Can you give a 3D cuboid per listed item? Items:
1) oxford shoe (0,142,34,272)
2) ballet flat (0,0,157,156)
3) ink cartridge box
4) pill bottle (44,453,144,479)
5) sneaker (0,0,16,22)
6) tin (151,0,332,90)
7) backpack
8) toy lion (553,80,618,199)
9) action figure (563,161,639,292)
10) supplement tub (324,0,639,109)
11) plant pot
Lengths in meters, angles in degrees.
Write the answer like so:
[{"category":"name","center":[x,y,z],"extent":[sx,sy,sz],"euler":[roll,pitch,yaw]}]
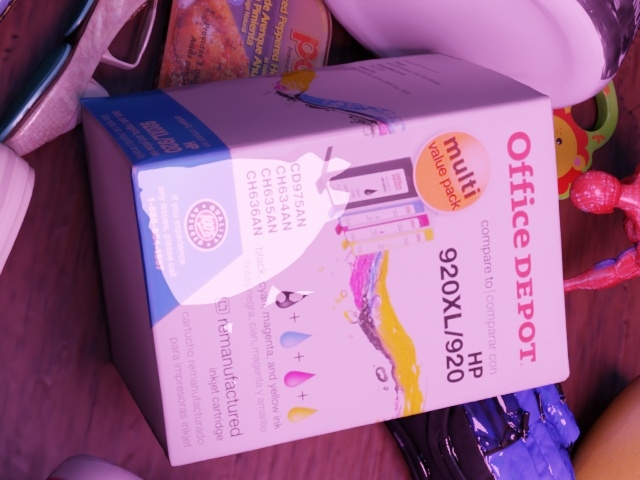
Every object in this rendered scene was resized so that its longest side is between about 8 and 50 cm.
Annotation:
[{"category":"oxford shoe","center":[-0.289,0.125,0.847],"extent":[0.130,0.169,0.449],"euler":[27,66,-16]},{"category":"ballet flat","center":[-0.140,-0.109,0.998],"extent":[0.052,0.057,0.168],"euler":[35,71,-20]},{"category":"ink cartridge box","center":[0.000,0.000,0.927],"extent":[0.232,0.168,0.171],"euler":[-10,108,-15]},{"category":"pill bottle","center":[-0.126,0.246,0.679],"extent":[0.160,0.160,0.283],"euler":[40,71,-8]},{"category":"sneaker","center":[-0.200,-0.174,0.990],"extent":[0.059,0.053,0.144],"euler":[37,70,-7]},{"category":"tin","center":[-0.053,-0.095,1.035],"extent":[0.106,0.040,0.190],"euler":[13,77,-12]},{"category":"backpack","center":[0.109,0.127,1.016],"extent":[0.101,0.098,0.120],"euler":[-21,86,-25]},{"category":"toy lion","center":[0.159,-0.076,1.108],"extent":[0.100,0.034,0.096],"euler":[-15,92,-21]},{"category":"action figure","center":[0.244,0.003,1.099],"extent":[0.280,0.139,0.091],"euler":[18,70,-38]},{"category":"supplement tub","center":[0.147,-0.269,1.039],"extent":[0.207,0.207,0.338],"euler":[30,68,-11]},{"category":"plant pot","center":[0.204,0.167,1.035],"extent":[0.095,0.134,0.134],"euler":[-37,93,3]}]
